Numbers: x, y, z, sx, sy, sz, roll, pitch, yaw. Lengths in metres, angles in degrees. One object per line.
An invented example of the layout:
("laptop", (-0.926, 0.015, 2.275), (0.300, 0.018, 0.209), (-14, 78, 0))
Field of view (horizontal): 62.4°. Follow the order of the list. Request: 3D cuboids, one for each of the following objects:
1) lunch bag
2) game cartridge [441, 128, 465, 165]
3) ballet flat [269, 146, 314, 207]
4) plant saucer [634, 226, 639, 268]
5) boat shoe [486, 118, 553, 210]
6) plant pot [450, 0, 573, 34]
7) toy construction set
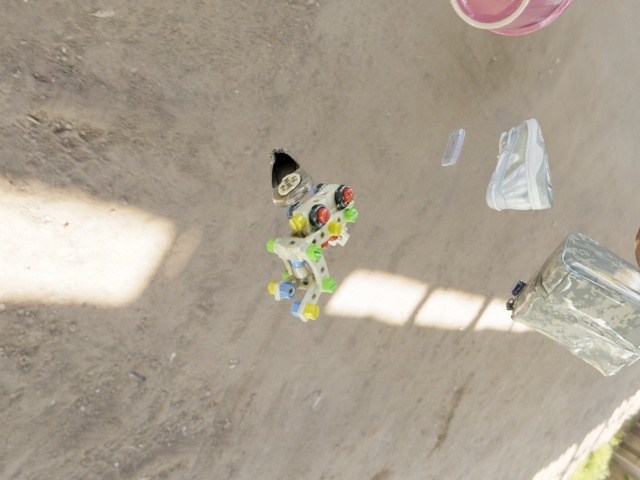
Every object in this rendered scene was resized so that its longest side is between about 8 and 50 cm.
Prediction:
("lunch bag", (0.642, 0.165, 1.278), (0.212, 0.305, 0.256), (-42, 161, -52))
("game cartridge", (0.305, -0.212, 1.212), (0.017, 0.056, 0.083), (18, 89, -10))
("ballet flat", (-0.065, -0.127, 0.991), (0.084, 0.250, 0.058), (-30, 115, 7))
("plant saucer", (0.705, 0.013, 0.992), (0.036, 0.198, 0.199), (-31, 144, -76))
("boat shoe", (0.360, -0.139, 0.969), (0.320, 0.103, 0.118), (-60, 135, -57))
("plant pot", (0.291, -0.411, 0.814), (0.180, 0.201, 0.201), (-40, 141, -42))
("toy construction set", (0.000, 0.000, 1.149), (0.328, 0.151, 0.215), (-58, 143, -56))
